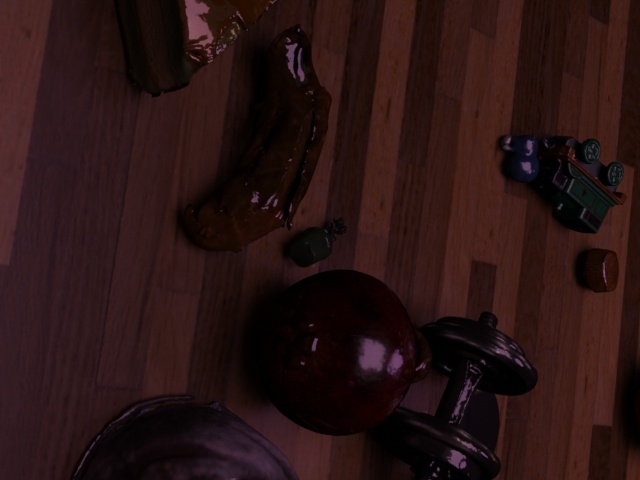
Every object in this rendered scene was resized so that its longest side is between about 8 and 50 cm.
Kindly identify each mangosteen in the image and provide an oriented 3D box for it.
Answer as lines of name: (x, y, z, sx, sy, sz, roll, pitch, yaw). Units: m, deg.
mangosteen: (0.042, 0.153, 1.197, 0.257, 0.215, 0.215, 23, 75, -47)

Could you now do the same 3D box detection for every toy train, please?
toy train: (0.446, -0.099, 1.599, 0.227, 0.091, 0.136, 30, 81, -34)

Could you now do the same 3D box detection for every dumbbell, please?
dumbbell: (0.198, 0.233, 1.328, 0.192, 0.192, 0.290, 41, 64, -31)

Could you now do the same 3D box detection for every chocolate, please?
chocolate: (-0.122, 0.338, 1.059, 0.303, 0.213, 0.303, 0, 90, -37)

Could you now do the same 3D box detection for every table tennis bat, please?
table tennis bat: (0.244, 0.267, 1.474, 0.130, 0.019, 0.220, -2, 92, -40)

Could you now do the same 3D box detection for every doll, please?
doll: (0.337, -0.139, 1.538, 0.076, 0.050, 0.083, 0, 91, -34)

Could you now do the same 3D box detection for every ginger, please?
ginger: (-0.062, -0.116, 1.184, 0.133, 0.107, 0.309, 28, 72, -11)

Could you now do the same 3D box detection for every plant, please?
plant: (0.000, 0.000, 1.266, 0.102, 0.051, 0.051, -35, 111, -48)

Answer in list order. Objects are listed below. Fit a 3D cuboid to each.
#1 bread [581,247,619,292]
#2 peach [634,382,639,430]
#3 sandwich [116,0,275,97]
bread: (0.508, 0.055, 1.667, 0.085, 0.053, 0.085, 2, 87, -51)
peach: (0.696, 0.325, 1.729, 0.190, 0.190, 0.192, -11, 77, -38)
sandwich: (-0.170, -0.321, 1.067, 0.198, 0.155, 0.227, 50, 61, -25)
